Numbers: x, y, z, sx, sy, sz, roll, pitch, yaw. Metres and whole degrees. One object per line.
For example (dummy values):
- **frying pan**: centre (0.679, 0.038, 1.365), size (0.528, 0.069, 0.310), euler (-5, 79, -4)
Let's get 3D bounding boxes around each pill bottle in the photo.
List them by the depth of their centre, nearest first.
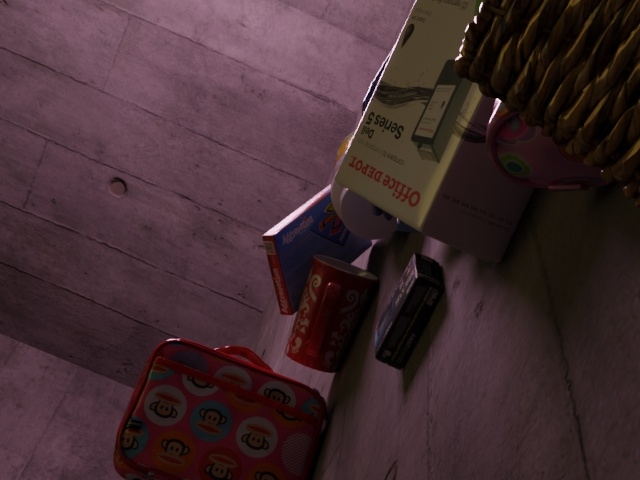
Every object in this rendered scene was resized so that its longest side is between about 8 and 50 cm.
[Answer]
- **pill bottle**: centre (0.087, -0.091, 1.850), size (0.245, 0.136, 0.136), euler (-81, 16, -69)

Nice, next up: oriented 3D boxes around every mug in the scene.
- **mug**: centre (0.002, 0.118, 1.835), size (0.150, 0.113, 0.169), euler (9, -77, -57)

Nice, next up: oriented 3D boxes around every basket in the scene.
- **basket**: centre (0.267, -0.169, 0.687), size (0.213, 0.223, 0.299), euler (-16, -41, -52)

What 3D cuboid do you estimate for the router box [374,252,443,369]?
- **router box**: centre (0.108, 0.087, 1.414), size (0.092, 0.038, 0.122), euler (-85, 20, -71)

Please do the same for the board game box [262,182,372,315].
- **board game box**: centre (0.000, 0.000, 1.944), size (0.281, 0.027, 0.145), euler (-39, -56, -50)

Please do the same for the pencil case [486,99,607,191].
- **pencil case**: centre (0.229, -0.176, 0.979), size (0.124, 0.124, 0.284), euler (122, 171, -57)

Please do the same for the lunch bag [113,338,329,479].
- **lunch bag**: centre (-0.145, 0.279, 1.735), size (0.120, 0.293, 0.258), euler (114, 177, -58)

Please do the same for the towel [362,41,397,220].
- **towel**: centre (0.149, -0.218, 1.561), size (0.336, 0.040, 0.243), euler (-58, -25, -30)

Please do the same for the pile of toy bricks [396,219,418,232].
- **pile of toy bricks**: centre (0.136, -0.095, 1.409), size (0.212, 0.118, 0.105), euler (-76, -8, -62)

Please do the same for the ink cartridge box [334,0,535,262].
- **ink cartridge box**: centre (0.153, -0.140, 1.196), size (0.198, 0.115, 0.272), euler (35, 103, 58)
